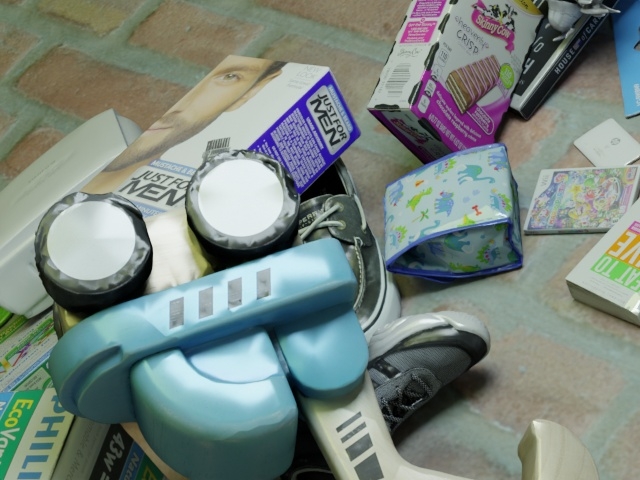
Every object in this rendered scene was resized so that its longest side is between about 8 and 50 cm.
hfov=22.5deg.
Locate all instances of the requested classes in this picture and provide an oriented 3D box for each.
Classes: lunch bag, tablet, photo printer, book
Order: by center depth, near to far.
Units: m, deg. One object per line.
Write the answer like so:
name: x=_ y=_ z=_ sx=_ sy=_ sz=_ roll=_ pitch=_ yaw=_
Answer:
book: x=0.337 y=0.017 z=1.672 sx=0.096 sy=0.035 sz=0.144 roll=26 pitch=65 yaw=43
lunch bag: x=0.144 y=-0.025 z=1.792 sx=0.151 sy=0.096 sz=0.129 roll=-10 pitch=43 yaw=12
tablet: x=0.327 y=-0.106 z=1.824 sx=0.054 sy=0.006 sz=0.083 roll=-33 pitch=39 yaw=-1
photo printer: x=-0.320 y=-0.047 z=2.060 sx=0.256 sy=0.107 sz=0.307 roll=-39 pitch=20 yaw=2

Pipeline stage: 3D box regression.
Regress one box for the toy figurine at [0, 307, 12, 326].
toy figurine: x=-0.495 y=0.028 z=2.115 sx=0.130 sy=0.159 sz=0.173 roll=-40 pitch=39 yaw=-10

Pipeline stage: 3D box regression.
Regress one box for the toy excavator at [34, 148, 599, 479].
toy excavator: x=-0.013 y=0.149 z=1.498 sx=0.433 sy=0.222 sz=0.445 roll=-17 pitch=68 yaw=-12

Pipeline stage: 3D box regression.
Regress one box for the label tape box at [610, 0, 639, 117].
label tape box: x=0.484 y=-0.299 z=1.844 sx=0.333 sy=0.106 sz=0.241 roll=-17 pitch=41 yaw=18

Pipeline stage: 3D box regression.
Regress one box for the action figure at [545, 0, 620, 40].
action figure: x=0.344 y=-0.356 z=1.875 sx=0.185 sy=0.099 sz=0.285 roll=32 pitch=94 yaw=46

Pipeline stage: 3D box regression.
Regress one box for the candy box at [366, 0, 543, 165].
candy box: x=0.162 y=-0.211 z=1.885 sx=0.071 sy=0.159 sz=0.233 roll=5 pitch=65 yaw=42

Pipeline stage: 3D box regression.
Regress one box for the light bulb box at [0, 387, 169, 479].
light bulb box: x=-0.378 y=0.359 z=1.636 sx=0.361 sy=0.225 sz=0.358 roll=-8 pitch=44 yaw=28

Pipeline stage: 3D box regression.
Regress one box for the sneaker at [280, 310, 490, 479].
sneaker: x=0.061 y=0.182 z=1.633 sx=0.268 sy=0.101 sz=0.153 roll=-26 pitch=42 yaw=15

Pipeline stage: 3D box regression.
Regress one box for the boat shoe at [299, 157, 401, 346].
boat shoe: x=0.000 y=0.000 z=1.843 sx=0.121 sy=0.119 sz=0.335 roll=-27 pitch=39 yaw=7

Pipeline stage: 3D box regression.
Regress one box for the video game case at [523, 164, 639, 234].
video game case: x=0.290 y=-0.045 z=1.777 sx=0.122 sy=0.011 sz=0.087 roll=-2 pitch=52 yaw=33

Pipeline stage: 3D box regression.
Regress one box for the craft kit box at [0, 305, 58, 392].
craft kit box: x=-0.331 y=0.134 z=1.913 sx=0.250 sy=0.061 sz=0.246 roll=-41 pitch=21 yaw=-10

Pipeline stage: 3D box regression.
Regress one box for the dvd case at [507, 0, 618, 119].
dvd case: x=0.265 y=-0.274 z=1.983 sx=0.239 sy=0.029 sz=0.179 roll=-52 pitch=40 yaw=-3

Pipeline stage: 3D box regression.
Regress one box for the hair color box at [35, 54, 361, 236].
hair color box: x=-0.136 y=-0.066 z=1.822 sx=0.185 sy=0.110 sz=0.339 roll=14 pitch=49 yaw=46
